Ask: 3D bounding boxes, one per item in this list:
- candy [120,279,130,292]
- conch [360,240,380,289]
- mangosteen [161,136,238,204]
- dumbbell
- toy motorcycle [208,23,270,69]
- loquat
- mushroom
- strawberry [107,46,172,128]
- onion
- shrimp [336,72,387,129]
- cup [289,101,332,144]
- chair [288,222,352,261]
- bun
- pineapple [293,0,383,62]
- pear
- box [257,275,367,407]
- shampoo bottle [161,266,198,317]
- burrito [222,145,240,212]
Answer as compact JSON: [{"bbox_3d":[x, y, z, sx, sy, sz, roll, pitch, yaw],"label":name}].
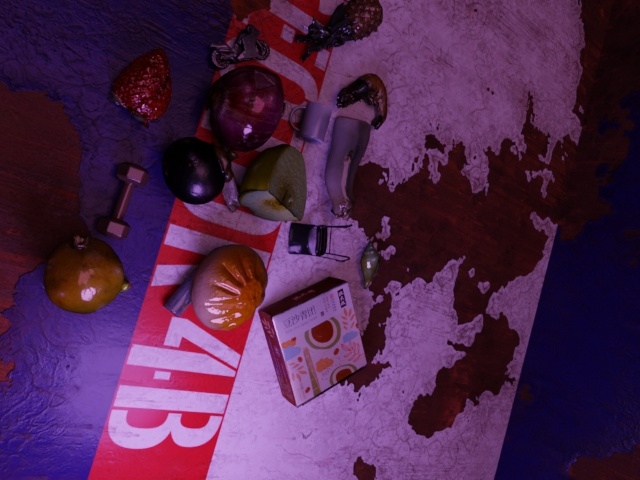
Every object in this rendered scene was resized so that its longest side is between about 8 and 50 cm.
[{"bbox_3d":[-0.636,0.168,1.463,0.123,0.035,0.035,-44,107,-12],"label":"candy"},{"bbox_3d":[0.210,0.098,1.997,0.095,0.080,0.200,-27,128,-42],"label":"conch"},{"bbox_3d":[-0.364,-0.226,1.488,0.250,0.211,0.211,-25,109,-29],"label":"mangosteen"},{"bbox_3d":[-0.588,-0.119,1.423,0.082,0.092,0.230,28,79,-62],"label":"dumbbell"},{"bbox_3d":[-0.270,-0.645,1.580,0.216,0.080,0.122,-24,109,-25],"label":"toy motorcycle"},{"bbox_3d":[-0.653,0.081,1.314,0.214,0.213,0.246,-15,133,-32],"label":"loquat"},{"bbox_3d":[0.099,-0.280,1.849,0.177,0.126,0.396,22,80,-42],"label":"mushroom"},{"bbox_3d":[-0.502,-0.465,1.430,0.174,0.098,0.228,44,72,-30],"label":"strawberry"},{"bbox_3d":[-0.233,-0.410,1.538,0.273,0.256,0.230,4,78,-12],"label":"onion"},{"bbox_3d":[0.176,-0.540,1.905,0.290,0.054,0.222,-33,113,-35],"label":"shrimp"},{"bbox_3d":[-0.037,-0.436,1.766,0.099,0.136,0.133,22,83,-68],"label":"cup"},{"bbox_3d":[0.000,0.000,1.829,0.145,0.221,0.140,-10,105,-77],"label":"chair"},{"bbox_3d":[-0.277,0.166,1.569,0.299,0.165,0.298,-27,126,-44],"label":"bun"},{"bbox_3d":[0.070,-0.779,1.746,0.365,0.166,0.165,-37,115,-24],"label":"pineapple"},{"bbox_3d":[-0.160,-0.216,1.638,0.292,0.160,0.292,-26,119,-59],"label":"pear"},{"bbox_3d":[-0.021,0.384,1.844,0.345,0.122,0.384,-23,108,-30],"label":"box"},{"bbox_3d":[-0.423,0.153,1.577,0.214,0.072,0.072,-51,120,-18],"label":"shampoo bottle"},{"bbox_3d":[-0.308,-0.206,1.616,0.058,0.063,0.229,-34,118,-63],"label":"burrito"}]
